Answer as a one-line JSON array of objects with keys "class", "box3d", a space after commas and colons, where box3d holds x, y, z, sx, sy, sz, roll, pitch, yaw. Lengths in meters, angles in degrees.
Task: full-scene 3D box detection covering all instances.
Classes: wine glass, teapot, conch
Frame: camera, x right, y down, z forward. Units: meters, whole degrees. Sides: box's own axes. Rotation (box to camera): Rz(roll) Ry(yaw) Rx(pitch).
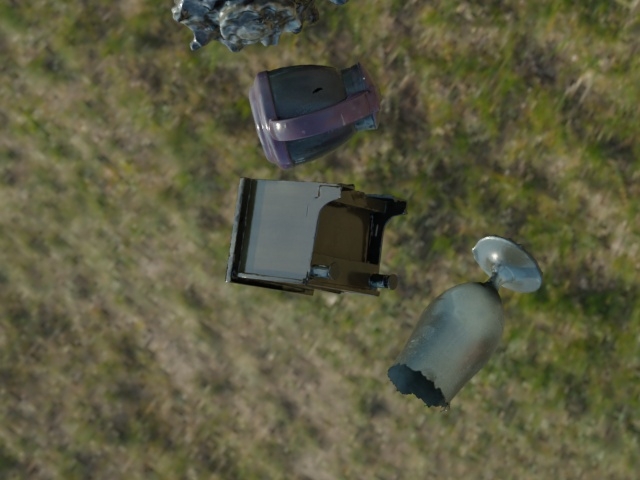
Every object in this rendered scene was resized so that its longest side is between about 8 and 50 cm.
[{"class": "wine glass", "box3d": [0.171, 0.099, 1.555, 0.103, 0.222, 0.103, 30, 150, 20]}, {"class": "teapot", "box3d": [-0.004, -0.154, 1.471, 0.146, 0.116, 0.148, -15, 165, 3]}, {"class": "conch", "box3d": [-0.073, -0.325, 1.650, 0.240, 0.313, 0.186, -42, 90, 19]}]

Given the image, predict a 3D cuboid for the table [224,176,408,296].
[{"class": "table", "box3d": [0.000, 0.000, 0.847, 0.082, 0.070, 0.083, 4, 174, 41]}]
